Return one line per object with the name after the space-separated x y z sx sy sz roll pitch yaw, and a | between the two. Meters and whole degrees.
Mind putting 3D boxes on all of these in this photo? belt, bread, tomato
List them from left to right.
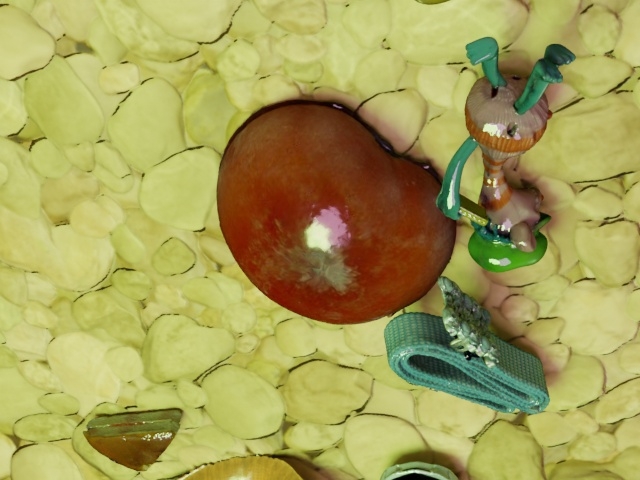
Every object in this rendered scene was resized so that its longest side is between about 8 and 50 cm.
-0.196 0.218 1.068 0.109 0.043 0.062 -4 118 12 | bread
0.000 0.000 0.864 0.228 0.112 0.199 32 123 -6 | tomato
0.147 0.104 0.901 0.179 0.065 0.100 23 131 -29 | belt

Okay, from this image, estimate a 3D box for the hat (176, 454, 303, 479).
-0.050 0.388 1.103 0.244 0.233 0.233 -3 147 26 | hat

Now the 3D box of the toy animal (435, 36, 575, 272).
0.143 -0.066 0.799 0.103 0.100 0.208 -21 137 -21 | toy animal

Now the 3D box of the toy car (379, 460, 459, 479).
0.112 0.313 1.059 0.095 0.056 0.204 -3 116 13 | toy car

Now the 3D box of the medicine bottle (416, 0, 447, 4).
0.080 -0.302 0.588 0.238 0.238 0.232 -35 108 27 | medicine bottle
